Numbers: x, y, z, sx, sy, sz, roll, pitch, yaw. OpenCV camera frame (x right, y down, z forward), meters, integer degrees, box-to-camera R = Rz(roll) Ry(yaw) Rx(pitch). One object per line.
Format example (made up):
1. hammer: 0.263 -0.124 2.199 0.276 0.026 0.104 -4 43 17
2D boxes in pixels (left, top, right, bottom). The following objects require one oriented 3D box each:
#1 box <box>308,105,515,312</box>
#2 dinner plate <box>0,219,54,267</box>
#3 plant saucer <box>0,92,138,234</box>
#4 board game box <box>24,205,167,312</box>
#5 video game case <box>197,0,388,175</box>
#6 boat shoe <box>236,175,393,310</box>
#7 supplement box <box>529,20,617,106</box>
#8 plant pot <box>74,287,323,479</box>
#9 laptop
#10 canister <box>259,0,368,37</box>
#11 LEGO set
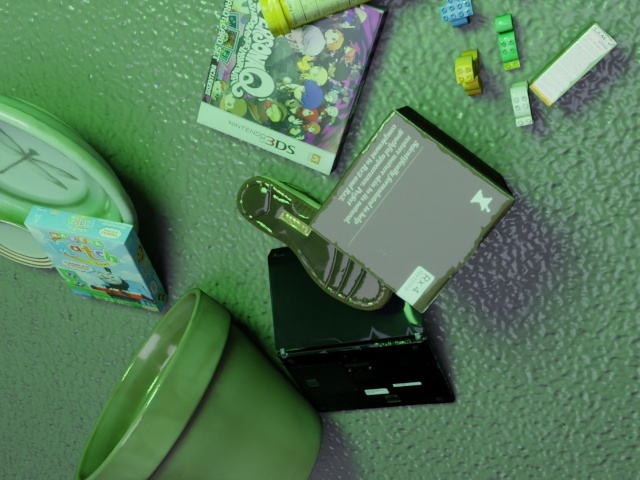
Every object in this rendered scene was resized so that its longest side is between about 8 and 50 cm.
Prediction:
1. box: 0.114 -0.050 0.839 0.167 0.203 0.168 38 106 1
2. dinner plate: -0.485 0.002 1.098 0.141 0.017 0.141 12 149 8
3. plant saucer: -0.452 -0.109 1.020 0.400 0.101 0.400 11 148 7
4. board game box: -0.340 0.034 1.062 0.160 0.039 0.211 11 147 11
5. video game case: -0.044 -0.232 0.924 0.210 0.042 0.232 23 116 7
6. boat shoe: 0.005 -0.006 0.962 0.257 0.095 0.095 42 108 10
7. supplement box: 0.297 -0.209 0.808 0.036 0.062 0.098 44 118 -1
8. plant pot: -0.161 0.280 1.038 0.280 0.323 0.323 35 118 -15
9. laptop: 0.062 0.132 1.047 0.234 0.137 0.264 -10 132 22
10. canister: 0.003 -0.332 0.819 0.170 0.073 0.126 -18 86 5
11. LEGO set: 0.194 -0.233 0.815 0.087 0.093 0.227 -9 107 21
